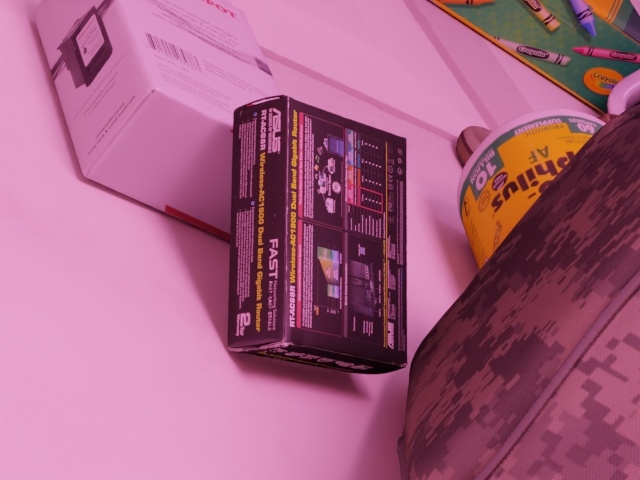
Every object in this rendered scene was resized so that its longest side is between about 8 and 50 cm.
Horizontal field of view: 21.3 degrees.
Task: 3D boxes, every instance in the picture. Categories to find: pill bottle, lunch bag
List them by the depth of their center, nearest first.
[{"bbox_3d":[0.190,0.092,0.757,0.256,0.212,0.305,40,5,-4],"label":"lunch bag"},{"bbox_3d":[0.158,0.019,1.017,0.117,0.117,0.208,29,25,-26],"label":"pill bottle"}]

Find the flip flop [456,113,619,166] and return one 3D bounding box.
[{"bbox_3d":[0.214,-0.043,1.169,0.112,0.080,0.277,10,7,-44],"label":"flip flop"}]

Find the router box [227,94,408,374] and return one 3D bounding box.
[{"bbox_3d":[0.000,0.000,0.826,0.092,0.038,0.122,16,69,-47],"label":"router box"}]

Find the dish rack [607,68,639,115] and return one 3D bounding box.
[{"bbox_3d":[0.438,-0.054,1.516,0.285,0.072,0.333,-29,63,-28],"label":"dish rack"}]

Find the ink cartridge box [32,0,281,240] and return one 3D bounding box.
[{"bbox_3d":[-0.080,-0.081,0.895,0.109,0.063,0.150,25,27,-36],"label":"ink cartridge box"}]

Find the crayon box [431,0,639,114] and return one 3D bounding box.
[{"bbox_3d":[0.178,-0.244,1.583,0.278,0.081,0.165,29,25,-27],"label":"crayon box"}]
